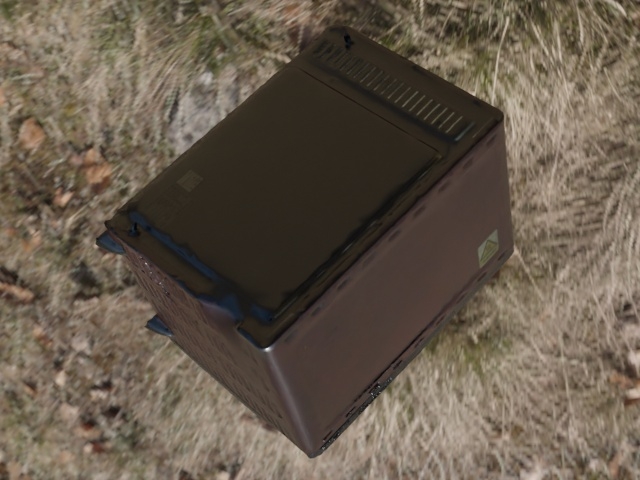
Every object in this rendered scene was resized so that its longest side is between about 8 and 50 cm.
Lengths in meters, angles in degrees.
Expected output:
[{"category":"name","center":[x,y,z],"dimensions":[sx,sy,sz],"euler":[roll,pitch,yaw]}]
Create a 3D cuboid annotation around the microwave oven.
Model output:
[{"category":"microwave oven","center":[0.001,0.000,0.837],"dimensions":[0.178,0.188,0.247],"euler":[36,71,28]}]
